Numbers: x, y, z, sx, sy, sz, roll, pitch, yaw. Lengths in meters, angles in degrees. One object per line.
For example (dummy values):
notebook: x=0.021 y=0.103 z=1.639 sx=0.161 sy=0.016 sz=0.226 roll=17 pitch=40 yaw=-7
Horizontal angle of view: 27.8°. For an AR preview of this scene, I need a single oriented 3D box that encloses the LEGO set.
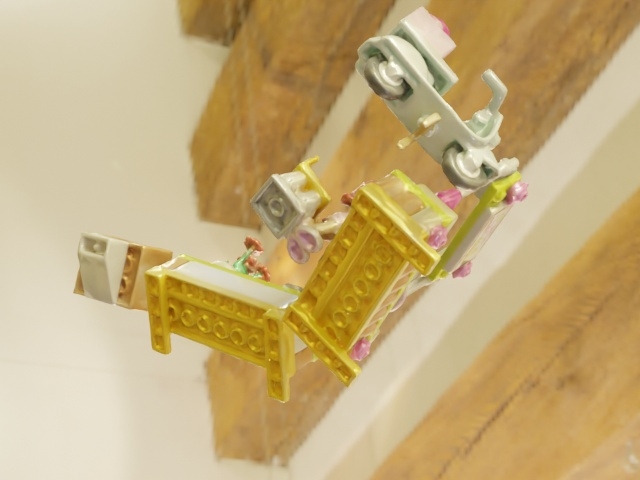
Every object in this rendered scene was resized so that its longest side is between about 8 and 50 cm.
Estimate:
LEGO set: x=0.000 y=0.000 z=0.648 sx=0.287 sy=0.107 sz=0.132 roll=-29 pitch=-90 yaw=46
